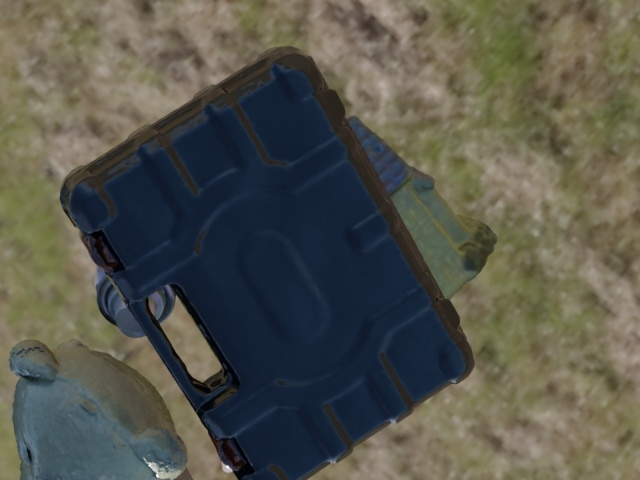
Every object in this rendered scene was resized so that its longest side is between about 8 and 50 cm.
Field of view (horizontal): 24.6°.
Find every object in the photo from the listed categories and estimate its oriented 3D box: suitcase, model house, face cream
[{"bbox_3d":[-0.033,0.027,1.053,0.285,0.206,0.066,59,173,-19],"label":"suitcase"},{"bbox_3d":[0.000,0.000,1.775,0.266,0.321,0.261,50,173,-22],"label":"model house"},{"bbox_3d":[-0.165,0.003,1.324,0.075,0.229,0.075,-2,126,-3],"label":"face cream"}]

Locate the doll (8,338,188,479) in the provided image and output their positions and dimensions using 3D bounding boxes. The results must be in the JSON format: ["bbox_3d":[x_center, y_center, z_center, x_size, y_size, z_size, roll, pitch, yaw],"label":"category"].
[{"bbox_3d":[-0.188,0.183,1.253,0.175,0.149,0.278,30,170,10],"label":"doll"}]

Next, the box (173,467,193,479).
[{"bbox_3d":[-0.217,0.340,1.449,0.106,0.251,0.203,36,-165,-47],"label":"box"}]

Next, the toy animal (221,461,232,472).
[{"bbox_3d":[-0.052,0.192,1.616,0.212,0.124,0.124,-31,107,23],"label":"toy animal"}]
